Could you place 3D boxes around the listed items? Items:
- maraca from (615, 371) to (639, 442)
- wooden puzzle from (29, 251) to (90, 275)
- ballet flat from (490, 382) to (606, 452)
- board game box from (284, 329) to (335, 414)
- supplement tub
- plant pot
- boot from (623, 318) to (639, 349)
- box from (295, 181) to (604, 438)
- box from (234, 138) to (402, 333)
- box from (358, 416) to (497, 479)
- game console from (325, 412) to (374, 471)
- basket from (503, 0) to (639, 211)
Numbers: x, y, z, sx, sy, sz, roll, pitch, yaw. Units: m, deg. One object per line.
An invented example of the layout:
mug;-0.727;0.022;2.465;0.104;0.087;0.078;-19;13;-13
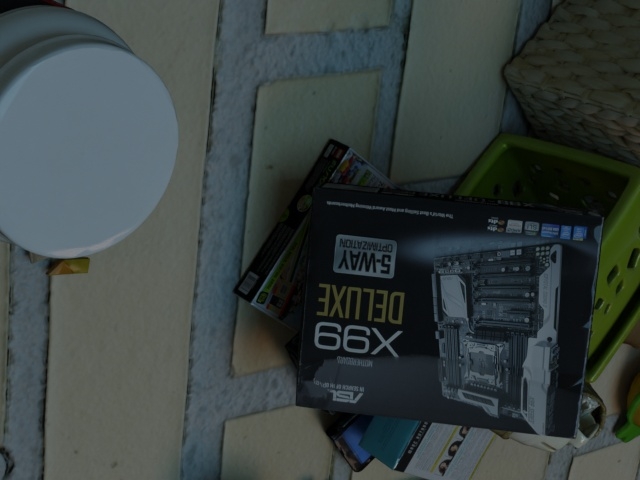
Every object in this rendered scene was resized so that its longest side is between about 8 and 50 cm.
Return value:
maraca;0.518;0.248;2.010;0.127;0.099;0.186;-7;140;-26
wooden puzzle;-0.259;-0.017;1.294;0.078;0.014;0.116;-15;119;-39
ballet flat;0.300;0.225;1.728;0.348;0.123;0.123;15;101;-63
board game box;0.048;0.103;1.551;0.186;0.026;0.126;-43;136;-18
supplement tub;-0.256;-0.109;1.073;0.191;0.272;0.191;-18;120;-33
plant pot;0.282;0.032;1.612;0.227;0.228;0.207;-53;136;-15
boot;0.459;0.046;1.870;0.269;0.089;0.236;25;83;-38
box;0.135;0.072;1.417;0.076;0.307;0.243;-50;147;-79
box;0.000;0.000;1.500;0.114;0.036;0.207;35;86;-44
box;0.145;0.250;1.681;0.101;0.060;0.244;-60;148;0
game console;0.074;0.220;1.638;0.122;0.071;0.107;-43;176;-17
basket;0.464;-0.188;1.599;0.328;0.331;0.266;-50;131;-11
